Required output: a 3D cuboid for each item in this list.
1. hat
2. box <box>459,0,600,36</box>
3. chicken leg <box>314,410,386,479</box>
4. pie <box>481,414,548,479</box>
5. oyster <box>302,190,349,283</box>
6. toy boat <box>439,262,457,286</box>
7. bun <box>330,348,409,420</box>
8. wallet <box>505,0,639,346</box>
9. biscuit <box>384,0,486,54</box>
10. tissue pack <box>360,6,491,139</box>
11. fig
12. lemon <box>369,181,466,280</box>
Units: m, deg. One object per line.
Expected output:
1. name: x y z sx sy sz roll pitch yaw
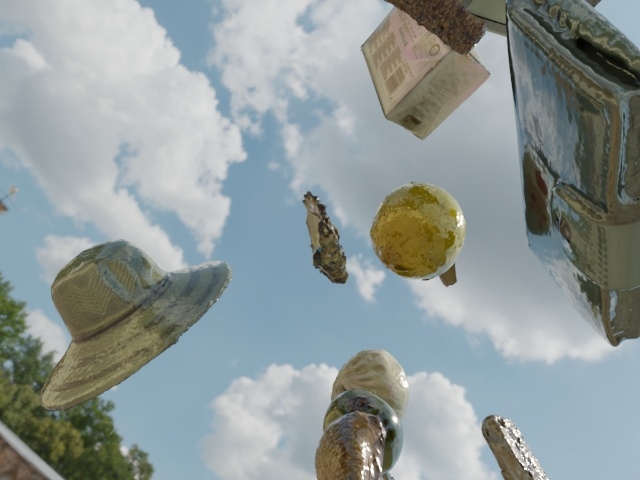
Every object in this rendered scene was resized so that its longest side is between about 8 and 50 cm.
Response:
1. hat: -0.231 0.059 0.696 0.252 0.252 0.110 -12 -64 46
2. box: 0.334 -0.415 1.061 0.225 0.086 0.129 8 -30 -21
3. chicken leg: 0.037 0.288 0.752 0.087 0.251 0.107 12 -81 0
4. pie: 0.348 0.391 1.103 0.046 0.195 0.195 -36 -78 15
5. oyster: 0.008 -0.004 1.707 0.198 0.092 0.259 107 -28 -75
6. toy boat: 0.290 0.041 1.518 0.049 0.047 0.149 -172 -115 -77
7. bun: 0.090 0.333 1.367 0.128 0.178 0.193 18 -52 -37
8. wallet: 0.268 -0.062 0.666 0.083 0.252 0.360 -18 -50 5
9. biscuit: 0.170 -0.345 0.946 0.199 0.034 0.064 19 -53 -35
10. tissue pack: 0.193 -0.342 1.199 0.124 0.225 0.185 21 -48 -35
11. fig: 0.090 0.410 1.207 0.151 0.151 0.259 8 -58 36
12. lemon: 0.176 -0.015 1.156 0.174 0.206 0.173 26 -39 24
